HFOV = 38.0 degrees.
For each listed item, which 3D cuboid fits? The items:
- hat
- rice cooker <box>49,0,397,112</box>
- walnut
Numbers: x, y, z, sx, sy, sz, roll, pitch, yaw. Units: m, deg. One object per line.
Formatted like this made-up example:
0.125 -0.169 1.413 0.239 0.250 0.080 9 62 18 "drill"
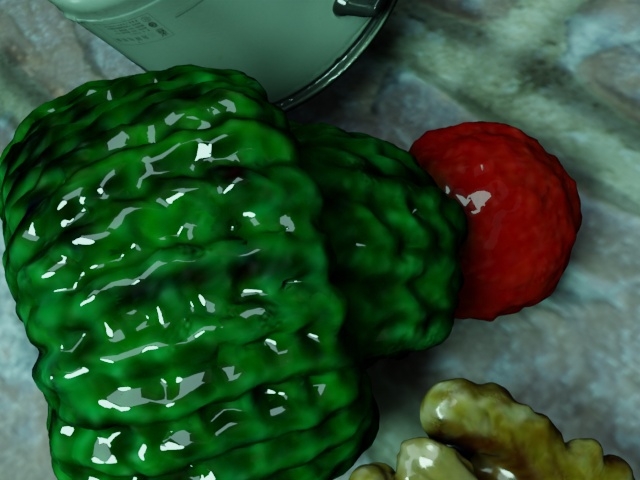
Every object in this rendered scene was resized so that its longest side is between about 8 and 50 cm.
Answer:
0.000 0.000 0.521 0.332 0.242 0.274 -15 40 -14 "hat"
-0.067 -0.219 0.667 0.280 0.227 0.241 21 82 40 "rice cooker"
0.092 0.153 0.475 0.143 0.069 0.170 -43 96 -12 "walnut"
